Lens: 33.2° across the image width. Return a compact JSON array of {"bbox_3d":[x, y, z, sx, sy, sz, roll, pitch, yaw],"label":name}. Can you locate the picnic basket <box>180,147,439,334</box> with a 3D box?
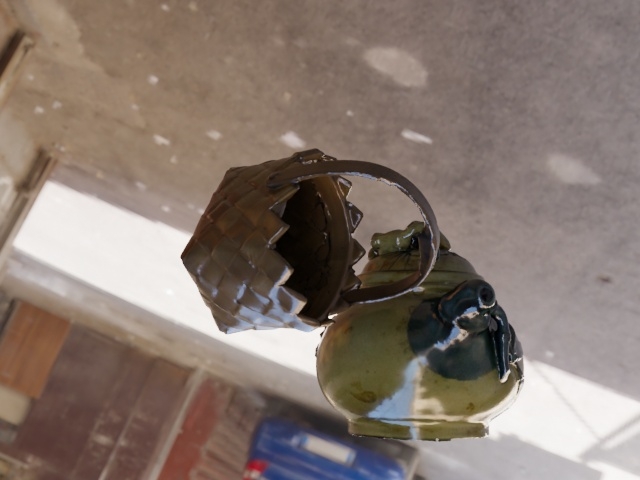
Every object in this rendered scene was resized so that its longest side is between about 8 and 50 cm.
[{"bbox_3d":[0.000,0.000,0.804,0.179,0.137,0.128,-4,130,23],"label":"picnic basket"}]

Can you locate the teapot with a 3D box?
[{"bbox_3d":[0.079,0.074,0.916,0.173,0.182,0.269,3,174,-18],"label":"teapot"}]
